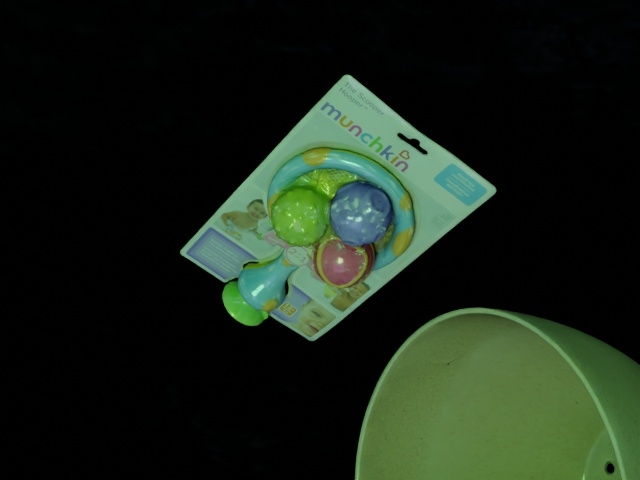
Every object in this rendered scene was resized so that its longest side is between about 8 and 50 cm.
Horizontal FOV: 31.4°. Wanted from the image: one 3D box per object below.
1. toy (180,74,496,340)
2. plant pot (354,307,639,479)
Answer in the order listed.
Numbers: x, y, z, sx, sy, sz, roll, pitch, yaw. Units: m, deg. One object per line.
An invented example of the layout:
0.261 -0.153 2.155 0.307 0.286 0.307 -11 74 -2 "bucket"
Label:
0.000 0.000 0.846 0.137 0.056 0.237 35 135 -14 "toy"
0.182 0.195 0.836 0.190 0.284 0.284 5 147 -34 "plant pot"
